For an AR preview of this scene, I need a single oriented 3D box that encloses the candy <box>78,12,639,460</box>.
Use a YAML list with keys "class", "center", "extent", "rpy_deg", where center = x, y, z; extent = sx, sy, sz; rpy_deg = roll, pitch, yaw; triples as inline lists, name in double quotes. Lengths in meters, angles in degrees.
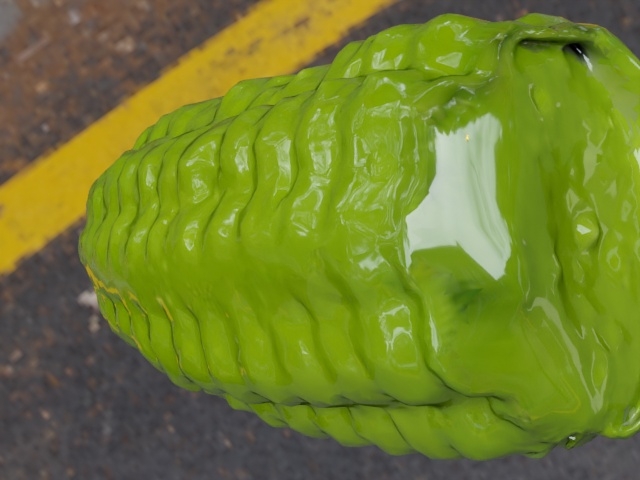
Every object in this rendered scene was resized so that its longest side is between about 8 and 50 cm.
- class: "candy"
  center: [0.000, 0.000, 0.448]
  extent: [0.209, 0.097, 0.097]
  rpy_deg: [-1, 50, 57]
